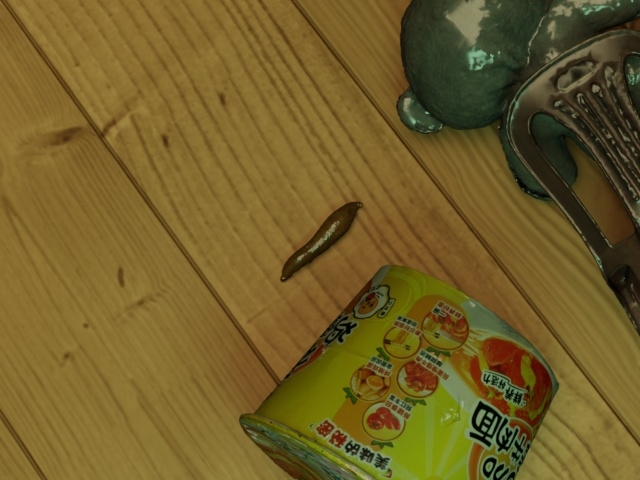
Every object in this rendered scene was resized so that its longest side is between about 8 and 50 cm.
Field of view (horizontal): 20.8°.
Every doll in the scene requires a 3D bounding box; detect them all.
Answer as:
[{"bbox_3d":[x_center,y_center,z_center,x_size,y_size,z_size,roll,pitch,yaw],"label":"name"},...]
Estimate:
[{"bbox_3d":[0.237,-0.165,1.735,0.341,0.158,0.245,14,110,-3],"label":"doll"}]

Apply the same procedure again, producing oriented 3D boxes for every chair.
[{"bbox_3d":[0.326,-0.019,1.648,0.176,0.183,0.326,-31,65,6],"label":"chair"}]

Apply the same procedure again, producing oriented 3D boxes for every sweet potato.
[{"bbox_3d":[0.000,0.000,1.771,0.115,0.026,0.026,-43,74,-5],"label":"sweet potato"}]

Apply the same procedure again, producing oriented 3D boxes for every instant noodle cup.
[{"bbox_3d":[0.085,0.160,1.612,0.264,0.264,0.200,32,76,14],"label":"instant noodle cup"}]
